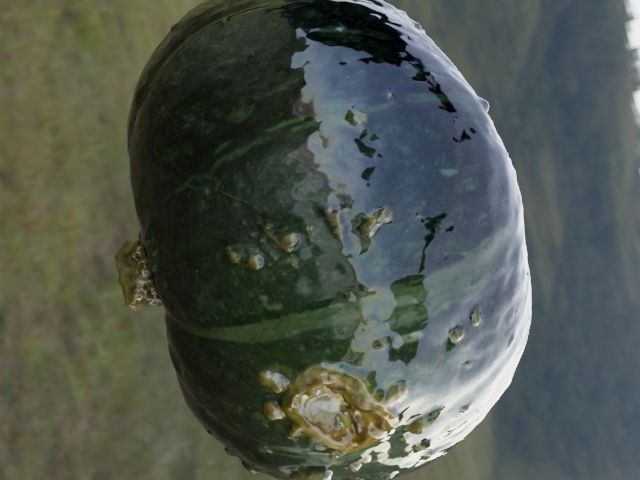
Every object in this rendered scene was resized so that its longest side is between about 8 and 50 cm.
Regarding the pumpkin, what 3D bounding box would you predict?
[{"bbox_3d":[0.000,-0.002,0.593,0.190,0.146,0.190,57,0,0],"label":"pumpkin"}]
